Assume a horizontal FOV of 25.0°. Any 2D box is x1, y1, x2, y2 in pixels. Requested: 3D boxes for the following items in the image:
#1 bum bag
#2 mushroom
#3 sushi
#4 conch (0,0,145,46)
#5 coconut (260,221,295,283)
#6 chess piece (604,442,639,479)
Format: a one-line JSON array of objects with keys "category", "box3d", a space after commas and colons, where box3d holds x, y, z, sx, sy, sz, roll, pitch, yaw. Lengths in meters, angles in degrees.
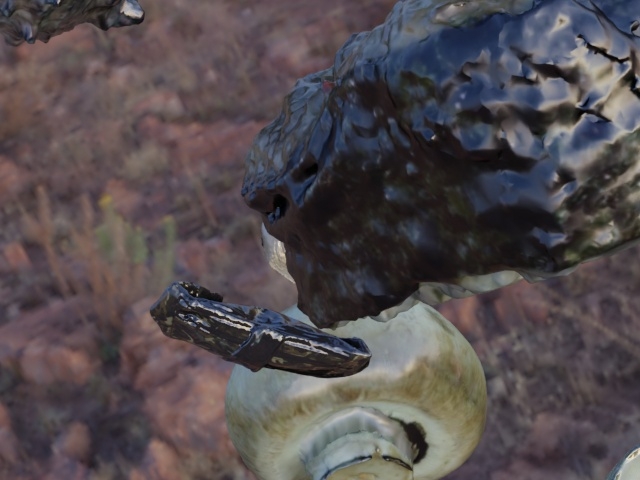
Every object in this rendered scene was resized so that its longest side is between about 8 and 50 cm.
[{"category": "bum bag", "box3d": [-0.067, 0.108, 1.586, 0.248, 0.102, 0.069, 20, 45, -5]}, {"category": "mushroom", "box3d": [0.050, 0.215, 1.879, 0.352, 0.352, 0.260, -20, 47, 10]}, {"category": "sushi", "box3d": [0.085, -0.062, 0.837, 0.211, 0.171, 0.350, -27, 3, -25]}, {"category": "conch", "box3d": [-0.228, -0.275, 1.160, 0.186, 0.241, 0.313, 6, 4, -3]}, {"category": "coconut", "box3d": [0.000, 0.000, 1.542, 0.110, 0.124, 0.110, -25, 47, 29]}, {"category": "chess piece", "box3d": [0.295, 0.254, 1.290, 0.133, 0.133, 0.243, -30, -14, -11]}]
